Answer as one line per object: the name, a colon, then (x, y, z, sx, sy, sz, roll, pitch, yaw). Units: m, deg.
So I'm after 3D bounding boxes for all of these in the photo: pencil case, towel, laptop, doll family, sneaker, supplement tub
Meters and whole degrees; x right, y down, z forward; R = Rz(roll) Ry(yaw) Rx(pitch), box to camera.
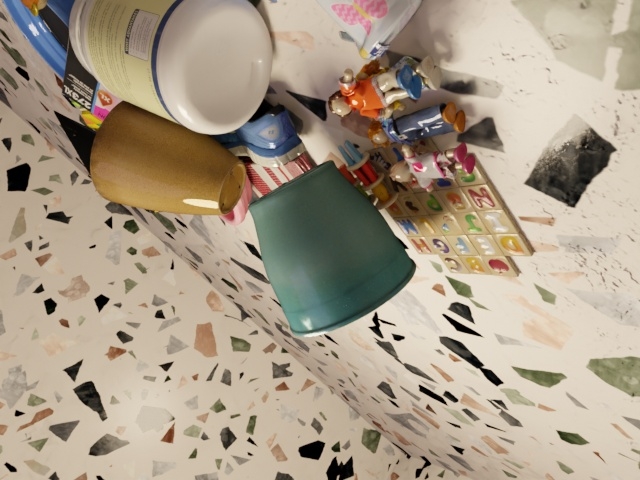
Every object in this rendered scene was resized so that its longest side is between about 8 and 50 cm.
pencil case: (0.007, -0.352, 0.587, 0.273, 0.113, 0.124, 44, 162, -8)
towel: (-0.076, -0.122, 1.242, 0.329, 0.037, 0.237, 10, 145, 53)
laptop: (-0.645, -0.271, 1.682, 0.382, 0.408, 0.236, 27, 111, 30)
doll family: (0.123, -0.190, 0.736, 0.163, 0.118, 0.263, -3, 147, 44)
sneaker: (-0.172, -0.264, 1.049, 0.330, 0.130, 0.147, 17, 134, 37)
supplement tub: (-0.275, -0.347, 0.875, 0.325, 0.235, 0.235, 27, 154, 29)

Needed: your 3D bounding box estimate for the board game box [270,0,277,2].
board game box: (-0.106, -0.430, 0.702, 0.133, 0.033, 0.169, 48, -178, 16)

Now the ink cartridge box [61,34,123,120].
ink cartridge box: (-0.524, -0.379, 1.169, 0.176, 0.069, 0.371, 35, 149, -16)

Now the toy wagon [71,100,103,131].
toy wagon: (-0.543, -0.342, 1.402, 0.345, 0.068, 0.267, 9, 162, 34)

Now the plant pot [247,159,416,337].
plant pot: (0.000, 0.000, 0.909, 0.255, 0.272, 0.272, 60, 154, -10)

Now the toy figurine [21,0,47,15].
toy figurine: (-0.546, -0.547, 0.864, 0.209, 0.148, 0.213, 49, 154, -15)

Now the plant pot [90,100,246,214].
plant pot: (-0.295, -0.153, 1.016, 0.255, 0.237, 0.237, 20, 153, 11)

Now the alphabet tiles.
alphabet tiles: (0.231, -0.052, 0.922, 0.342, 0.011, 0.285, 50, 155, -22)

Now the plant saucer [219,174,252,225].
plant saucer: (-0.292, -0.197, 1.306, 0.332, 0.084, 0.332, 45, 159, 22)

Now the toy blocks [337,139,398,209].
toy blocks: (0.069, -0.128, 0.951, 0.148, 0.054, 0.123, 50, 156, -21)

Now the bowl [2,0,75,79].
bowl: (-0.717, -0.567, 1.359, 0.391, 0.077, 0.391, 33, 157, 16)
